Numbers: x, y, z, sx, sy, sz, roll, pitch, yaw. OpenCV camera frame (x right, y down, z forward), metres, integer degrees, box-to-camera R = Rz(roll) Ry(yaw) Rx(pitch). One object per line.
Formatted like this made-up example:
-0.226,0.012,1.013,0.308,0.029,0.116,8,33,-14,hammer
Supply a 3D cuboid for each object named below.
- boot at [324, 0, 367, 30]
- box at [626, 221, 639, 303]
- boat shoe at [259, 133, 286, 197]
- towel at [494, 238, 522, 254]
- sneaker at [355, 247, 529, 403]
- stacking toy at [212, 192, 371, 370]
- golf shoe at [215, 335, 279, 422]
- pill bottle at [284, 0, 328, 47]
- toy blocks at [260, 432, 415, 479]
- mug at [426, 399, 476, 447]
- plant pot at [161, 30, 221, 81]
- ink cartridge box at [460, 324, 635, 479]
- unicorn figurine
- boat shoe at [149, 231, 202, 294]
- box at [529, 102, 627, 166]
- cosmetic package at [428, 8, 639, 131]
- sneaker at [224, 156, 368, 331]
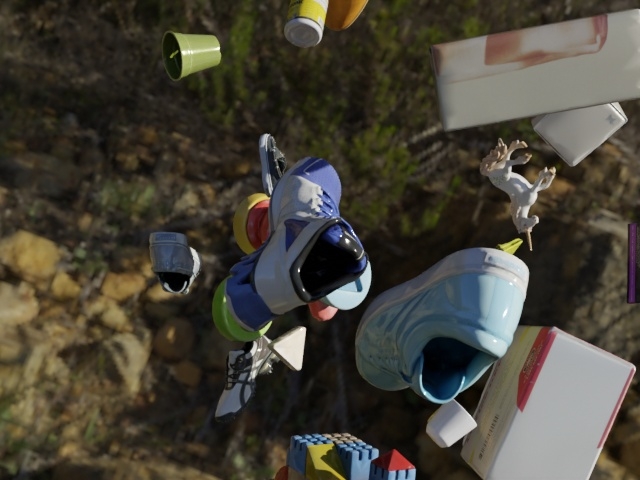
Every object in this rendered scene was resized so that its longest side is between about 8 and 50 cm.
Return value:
0.010,-0.474,1.942,0.104,0.295,0.211,37,37,21,boot
0.470,0.029,1.575,0.029,0.116,0.162,3,-4,-12,box
-0.077,-0.129,1.951,0.040,0.142,0.049,-14,-42,9,boat shoe
0.265,0.093,2.008,0.021,0.237,0.102,40,24,15,towel
0.125,0.140,1.440,0.135,0.150,0.366,25,-32,-8,sneaker
-0.042,0.086,2.151,0.309,0.279,0.130,34,-20,-37,stacking toy
-0.165,0.266,2.273,0.094,0.198,0.077,47,-31,-23,golf shoe
-0.022,-0.389,1.943,0.065,0.116,0.065,7,-33,5,pill bottle
0.014,0.410,1.726,0.191,0.260,0.381,2,6,-30,toy blocks
0.198,0.288,1.784,0.062,0.064,0.078,45,-8,13,mug
-0.211,-0.311,1.907,0.079,0.083,0.083,-14,20,-28,plant pot
0.388,0.304,2.031,0.160,0.279,0.384,23,-3,2,ink cartridge box
0.320,-0.084,1.832,0.162,0.111,0.060,44,24,2,unicorn figurine
-0.245,0.048,1.901,0.079,0.081,0.227,2,-14,2,boat shoe
0.519,-0.283,2.386,0.127,0.148,0.232,41,21,-17,box
0.314,-0.248,1.679,0.296,0.129,0.153,-9,7,4,cosmetic package
0.000,0.001,1.712,0.182,0.315,0.127,-14,-55,35,sneaker
